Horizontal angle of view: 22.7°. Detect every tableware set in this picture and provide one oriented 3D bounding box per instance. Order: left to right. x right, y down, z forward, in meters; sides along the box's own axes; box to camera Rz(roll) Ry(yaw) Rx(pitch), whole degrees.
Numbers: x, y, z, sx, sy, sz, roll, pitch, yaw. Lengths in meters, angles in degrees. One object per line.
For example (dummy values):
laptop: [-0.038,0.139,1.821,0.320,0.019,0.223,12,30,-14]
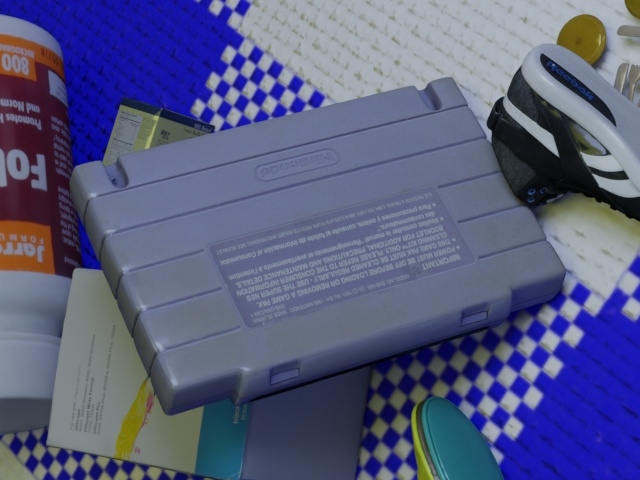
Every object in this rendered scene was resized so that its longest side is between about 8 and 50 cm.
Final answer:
tableware set: [0.248,-0.174,1.330,0.104,0.024,0.154,12,89,40]

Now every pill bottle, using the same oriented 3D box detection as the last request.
pill bottle: [-0.355,-0.011,1.604,0.224,0.224,0.392,-19,70,32]

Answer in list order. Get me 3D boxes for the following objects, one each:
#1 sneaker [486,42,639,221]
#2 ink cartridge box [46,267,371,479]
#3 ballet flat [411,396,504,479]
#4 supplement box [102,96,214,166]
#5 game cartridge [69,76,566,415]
sneaker: [0.229,-0.050,1.294,0.217,0.079,0.121,46,137,15]
ink cartridge box: [-0.098,0.123,1.424,0.232,0.171,0.168,4,83,36]
ballet flat: [0.128,0.237,1.303,0.231,0.077,0.077,56,129,28]
supplement box: [-0.161,-0.088,1.567,0.056,0.083,0.083,19,93,36]
game cartridge: [0.000,0.000,1.301,0.230,0.355,0.068,65,156,23]
